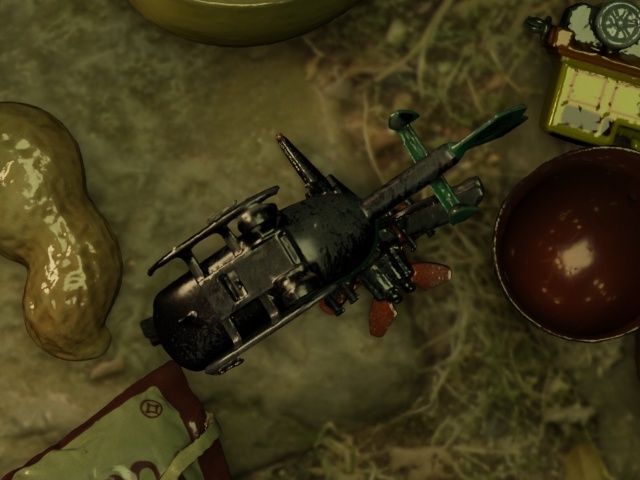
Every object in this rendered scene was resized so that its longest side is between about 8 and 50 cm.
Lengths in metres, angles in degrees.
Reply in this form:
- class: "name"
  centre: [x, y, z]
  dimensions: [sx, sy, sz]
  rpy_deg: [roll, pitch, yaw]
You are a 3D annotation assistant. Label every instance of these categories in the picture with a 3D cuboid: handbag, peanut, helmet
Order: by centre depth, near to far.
- class: "handbag"
  centre: [-0.163, 0.243, 1.494]
  dimensions: [0.235, 0.127, 0.213]
  rpy_deg: [-32, 90, -17]
- class: "peanut"
  centre: [-0.225, -0.009, 1.526]
  dimensions: [0.104, 0.085, 0.228]
  rpy_deg: [-25, 89, 5]
- class: "helmet"
  centre: [0.219, 0.008, 1.537]
  dimensions: [0.155, 0.106, 0.175]
  rpy_deg: [34, 80, 5]

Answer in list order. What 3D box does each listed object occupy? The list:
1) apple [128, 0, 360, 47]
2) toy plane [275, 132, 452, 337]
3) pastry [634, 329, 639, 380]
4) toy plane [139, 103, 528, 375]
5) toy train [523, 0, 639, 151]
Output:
- class: "apple"
  centre: [-0.056, -0.304, 1.480]
  dimensions: [0.257, 0.233, 0.295]
  rpy_deg: [-13, 95, -10]
- class: "toy plane"
  centre: [0.020, -0.017, 1.549]
  dimensions: [0.130, 0.061, 0.189]
  rpy_deg: [-41, 87, 14]
- class: "pastry"
  centre: [0.380, 0.104, 1.526]
  dimensions: [0.235, 0.132, 0.240]
  rpy_deg: [44, 86, 1]
- class: "toy plane"
  centre: [0.000, 0.000, 1.449]
  dimensions: [0.381, 0.155, 0.106]
  rpy_deg: [-35, 81, 15]
- class: "toy train"
  centre: [0.270, -0.131, 1.563]
  dimensions: [0.219, 0.089, 0.127]
  rpy_deg: [16, 96, -2]
